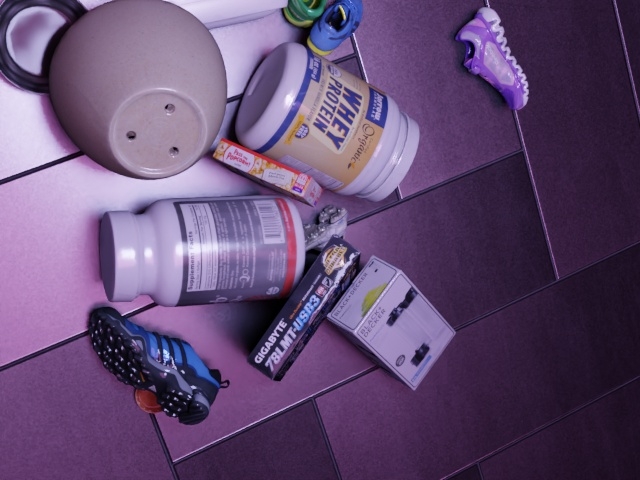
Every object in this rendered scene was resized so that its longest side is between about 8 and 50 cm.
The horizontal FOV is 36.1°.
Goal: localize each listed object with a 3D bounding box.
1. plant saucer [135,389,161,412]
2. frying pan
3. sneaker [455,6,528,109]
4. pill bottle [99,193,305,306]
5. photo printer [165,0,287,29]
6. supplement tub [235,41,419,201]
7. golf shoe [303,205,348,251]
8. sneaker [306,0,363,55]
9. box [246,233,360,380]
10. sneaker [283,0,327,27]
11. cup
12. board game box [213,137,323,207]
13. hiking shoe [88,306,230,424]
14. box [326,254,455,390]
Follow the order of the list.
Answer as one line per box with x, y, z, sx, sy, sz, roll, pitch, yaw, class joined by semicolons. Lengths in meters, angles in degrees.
-0.336;0.310;1.996;0.083;0.013;0.083;-3;98;-23;plant saucer
-0.450;-0.364;1.830;0.326;0.053;0.197;2;97;-25;frying pan
0.371;-0.385;2.151;0.104;0.095;0.236;-31;103;-9;sneaker
-0.229;0.020;1.892;0.363;0.210;0.210;-3;99;-21;pill bottle
-0.212;-0.535;1.872;0.307;0.107;0.256;-18;104;-20;photo printer
0.015;-0.227;1.946;0.316;0.228;0.228;25;88;-24;supplement tub
0.000;0.000;2.041;0.176;0.069;0.086;-34;127;-38;golf shoe
0.046;-0.448;1.961;0.069;0.082;0.209;38;46;-4;sneaker
-0.029;0.143;1.952;0.073;0.295;0.293;34;83;5;box
-0.010;-0.574;1.941;0.109;0.123;0.296;-3;98;-22;sneaker
-0.307;-0.237;1.750;0.331;0.237;0.331;-9;123;-14;cup
-0.100;-0.129;1.913;0.193;0.147;0.045;24;88;10;board game box
-0.329;0.233;1.953;0.304;0.113;0.132;44;37;-8;hiking shoe
0.155;0.180;2.083;0.169;0.087;0.290;-52;135;-9;box
